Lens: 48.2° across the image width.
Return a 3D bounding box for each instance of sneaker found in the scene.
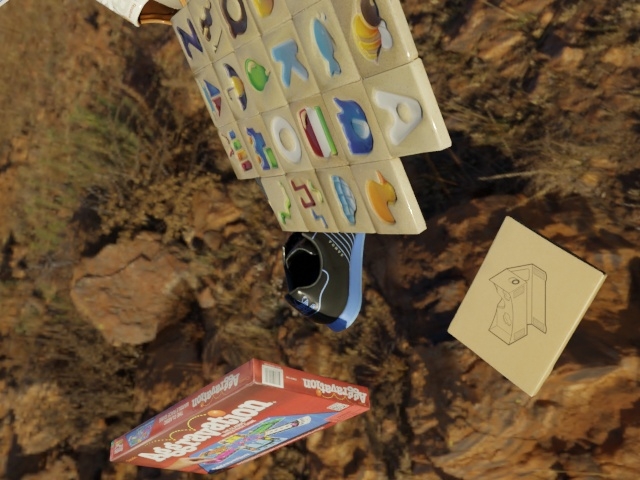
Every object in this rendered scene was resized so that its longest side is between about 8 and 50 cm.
[{"bbox_3d":[-0.343,-0.432,1.186,0.106,0.290,0.123,124,148,-45],"label":"sneaker"},{"bbox_3d":[0.000,0.000,0.897,0.081,0.090,0.232,-35,38,31],"label":"sneaker"}]

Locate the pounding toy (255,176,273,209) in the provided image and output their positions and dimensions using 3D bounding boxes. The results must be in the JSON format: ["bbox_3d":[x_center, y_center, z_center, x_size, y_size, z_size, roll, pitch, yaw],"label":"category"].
[{"bbox_3d":[-0.035,-0.128,1.405,0.155,0.270,0.154,-59,24,28],"label":"pounding toy"}]

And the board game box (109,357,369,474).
[{"bbox_3d":[-0.095,0.199,0.769,0.281,0.145,0.027,-35,46,39],"label":"board game box"}]

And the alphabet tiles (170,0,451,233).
[{"bbox_3d":[-0.033,-0.136,0.566,0.342,0.011,0.285,3,118,62],"label":"alphabet tiles"}]

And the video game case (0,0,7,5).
[{"bbox_3d":[-0.450,-0.356,0.937,0.087,0.122,0.011,-34,65,7],"label":"video game case"}]

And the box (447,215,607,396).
[{"bbox_3d":[0.285,0.091,1.017,0.164,0.021,0.201,38,114,37],"label":"box"}]
